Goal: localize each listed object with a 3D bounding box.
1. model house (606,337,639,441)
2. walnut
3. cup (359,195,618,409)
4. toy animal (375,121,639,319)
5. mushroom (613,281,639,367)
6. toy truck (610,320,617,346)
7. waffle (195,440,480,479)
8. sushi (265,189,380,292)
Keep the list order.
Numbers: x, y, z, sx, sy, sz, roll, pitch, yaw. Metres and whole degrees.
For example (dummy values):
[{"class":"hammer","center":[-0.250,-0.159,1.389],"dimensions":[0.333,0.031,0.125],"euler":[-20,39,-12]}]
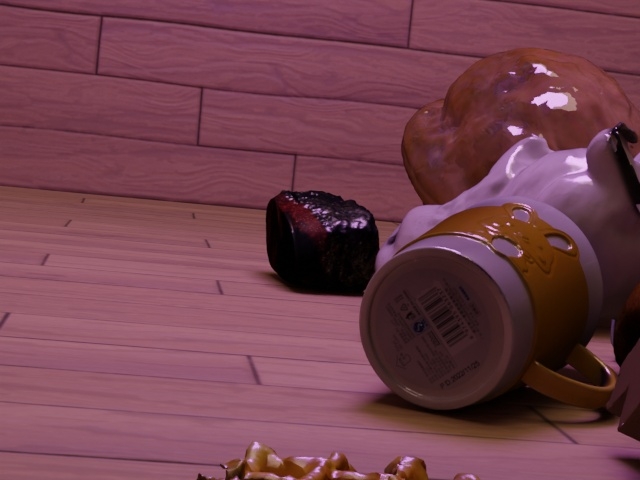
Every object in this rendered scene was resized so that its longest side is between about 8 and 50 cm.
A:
[{"class":"model house","center":[0.367,0.126,1.057],"dimensions":[0.248,0.176,0.181],"euler":[26,49,4]},{"class":"walnut","center":[0.297,-0.088,1.891],"dimensions":[0.383,0.384,0.383],"euler":[6,5,-1]},{"class":"cup","center":[0.167,0.076,1.261],"dimensions":[0.241,0.185,0.226],"euler":[36,22,19]},{"class":"toy animal","center":[0.219,0.018,1.472],"dimensions":[0.357,0.258,0.194],"euler":[-23,-29,30]},{"class":"mushroom","center":[0.375,0.084,1.257],"dimensions":[0.194,0.138,0.231],"euler":[4,-16,-14]},{"class":"toy truck","center":[0.463,0.094,1.561],"dimensions":[0.268,0.124,0.155],"euler":[7,-2,-3]},{"class":"waffle","center":[0.013,0.160,0.655],"dimensions":[0.309,0.065,0.283],"euler":[7,6,-28]},{"class":"sushi","center":[0.000,0.000,1.987],"dimensions":[0.126,0.136,0.225],"euler":[-4,12,-15]}]
